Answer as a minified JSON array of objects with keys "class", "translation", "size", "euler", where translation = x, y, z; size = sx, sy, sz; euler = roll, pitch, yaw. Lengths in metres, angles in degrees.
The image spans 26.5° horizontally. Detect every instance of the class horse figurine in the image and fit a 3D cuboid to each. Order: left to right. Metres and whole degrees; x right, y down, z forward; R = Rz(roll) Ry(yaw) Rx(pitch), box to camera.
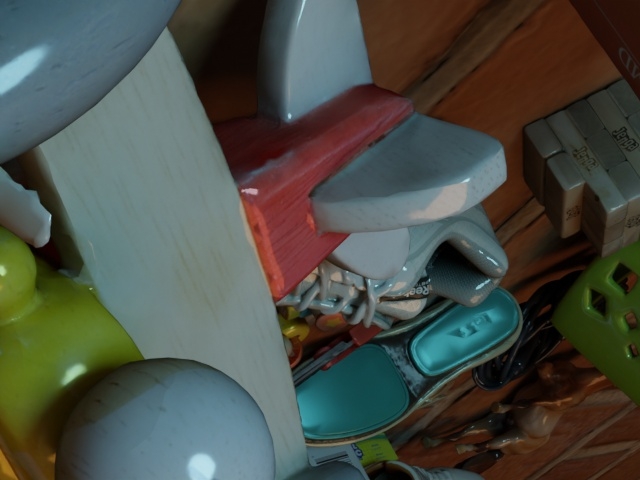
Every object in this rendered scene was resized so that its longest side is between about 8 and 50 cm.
[{"class":"horse figurine","translation":[0.228,0.198,1.535],"size":[0.174,0.066,0.263],"euler":[1,141,-38]}]

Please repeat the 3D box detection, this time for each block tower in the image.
[{"class":"block tower","translation":[0.319,-0.104,1.007],"size":[0.335,0.091,0.097],"euler":[-27,157,-3]}]

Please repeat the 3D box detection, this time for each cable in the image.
[{"class":"cable","translation":[0.217,0.080,1.306],"size":[0.184,0.047,0.150],"euler":[-36,164,-9]}]

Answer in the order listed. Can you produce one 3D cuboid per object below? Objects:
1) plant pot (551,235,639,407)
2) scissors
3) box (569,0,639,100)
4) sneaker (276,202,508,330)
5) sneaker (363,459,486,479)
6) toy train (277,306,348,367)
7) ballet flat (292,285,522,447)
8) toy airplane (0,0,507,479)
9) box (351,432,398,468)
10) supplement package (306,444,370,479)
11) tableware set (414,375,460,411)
[{"class":"plant pot","translation":[0.365,0.029,1.128],"size":[0.228,0.227,0.207],"euler":[-33,154,-30]},{"class":"scissors","translation":[0.018,0.074,0.996],"size":[0.109,0.021,0.297],"euler":[-36,175,20]},{"class":"box","translation":[0.222,-0.197,0.566],"size":[0.168,0.215,0.345],"euler":[-24,155,-10]},{"class":"sneaker","translation":[0.000,0.000,0.833],"size":[0.292,0.118,0.110],"euler":[-8,150,-36]},{"class":"sneaker","translation":[0.102,0.280,1.404],"size":[0.290,0.106,0.123],"euler":[-4,147,-43]},{"class":"toy train","translation":[-0.042,0.067,1.003],"size":[0.166,0.046,0.125],"euler":[-42,154,27]},{"class":"ballet flat","translation":[0.063,0.112,1.177],"size":[0.248,0.086,0.086],"euler":[-22,155,-19]},{"class":"toy airplane","translation":[-0.075,0.040,0.613],"size":[0.386,0.272,0.384],"euler":[20,107,-34]},{"class":"box","translation":[-0.018,0.255,1.403],"size":[0.179,0.043,0.105],"euler":[-11,151,-40]},{"class":"supplement package","translation":[-0.095,0.284,1.181],"size":[0.198,0.199,0.262],"euler":[-8,148,-40]},{"class":"tableware set","translation":[0.096,0.141,1.330],"size":[0.141,0.020,0.168],"euler":[-13,152,-32]}]
